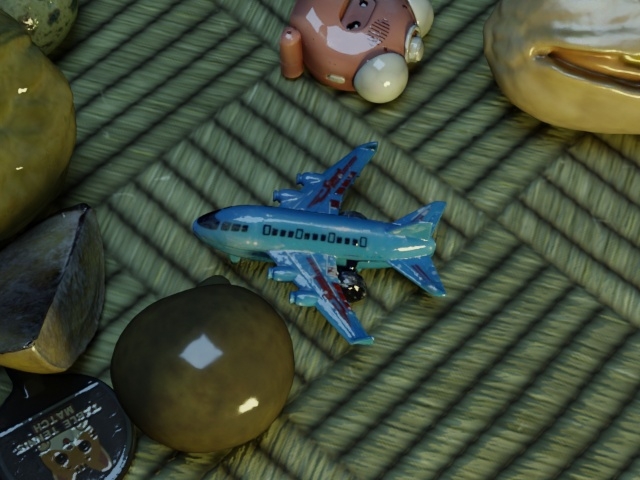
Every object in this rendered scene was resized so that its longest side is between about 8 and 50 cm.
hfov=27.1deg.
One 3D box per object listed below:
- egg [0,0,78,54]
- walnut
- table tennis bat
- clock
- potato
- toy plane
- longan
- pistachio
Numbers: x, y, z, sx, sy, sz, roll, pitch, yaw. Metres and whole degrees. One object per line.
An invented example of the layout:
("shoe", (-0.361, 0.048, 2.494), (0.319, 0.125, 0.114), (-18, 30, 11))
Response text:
("egg", (-0.361, -0.297, 1.609), (0.141, 0.141, 0.181), (13, 60, 11))
("walnut", (-0.412, -0.127, 1.431), (0.277, 0.282, 0.253), (-38, 20, -31))
("table tennis bat", (-0.286, 0.177, 1.376), (0.150, 0.027, 0.236), (-28, 63, -17))
("clock", (0.047, -0.252, 1.594), (0.162, 0.092, 0.166), (18, 59, 10))
("potato", (-0.299, 0.078, 1.389), (0.120, 0.100, 0.261), (-12, 32, 14))
("toy plane", (0.000, 0.000, 1.427), (0.271, 0.105, 0.254), (1, 57, 4))
("longan", (-0.117, 0.117, 1.328), (0.185, 0.159, 0.204), (-3, 45, 8))
("pistachio", (0.334, -0.214, 1.515), (0.299, 0.187, 0.187), (11, 59, 2))
